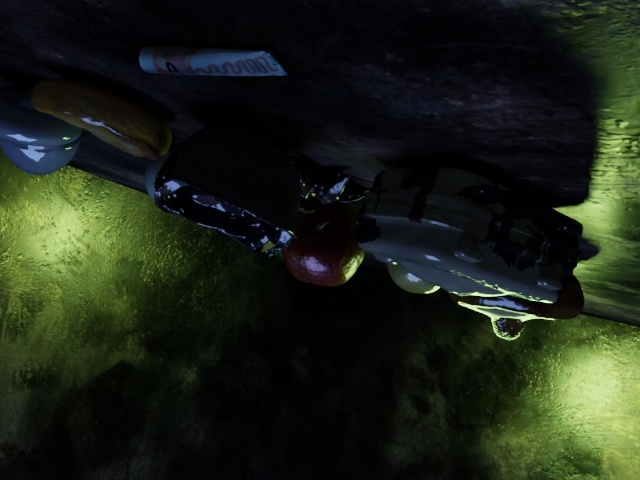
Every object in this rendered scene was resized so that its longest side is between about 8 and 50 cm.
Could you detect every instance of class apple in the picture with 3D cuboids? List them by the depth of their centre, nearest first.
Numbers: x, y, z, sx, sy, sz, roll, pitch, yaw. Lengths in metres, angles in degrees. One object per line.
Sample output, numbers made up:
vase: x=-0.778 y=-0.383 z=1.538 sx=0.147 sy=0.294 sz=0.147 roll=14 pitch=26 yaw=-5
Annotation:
apple: x=0.277 y=0.056 z=1.656 sx=0.200 sy=0.199 sz=0.200 roll=16 pitch=175 yaw=1

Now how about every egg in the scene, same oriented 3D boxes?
egg: x=-0.384 y=-0.161 z=1.557 sx=0.150 sy=0.149 sz=0.192 roll=18 pitch=170 yaw=-18

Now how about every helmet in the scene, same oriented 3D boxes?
helmet: x=-0.154 y=-0.113 z=1.106 sx=0.271 sy=0.197 sz=0.338 roll=26 pitch=164 yaw=-17

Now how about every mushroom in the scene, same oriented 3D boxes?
mushroom: x=0.514 y=0.130 z=1.598 sx=0.346 sy=0.238 sz=0.345 roll=-12 pitch=161 yaw=-4

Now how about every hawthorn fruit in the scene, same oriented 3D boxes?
hawthorn fruit: x=0.001 y=0.010 z=1.715 sx=0.258 sy=0.258 sz=0.262 roll=12 pitch=172 yaw=40

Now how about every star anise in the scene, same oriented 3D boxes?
star anise: x=-0.009 y=-0.103 z=1.291 sx=0.272 sy=0.102 sz=0.272 roll=13 pitch=177 yaw=1

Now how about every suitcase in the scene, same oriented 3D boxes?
suitcase: x=0.243 y=-0.003 z=1.076 sx=0.352 sy=0.193 sz=0.339 roll=19 pitch=177 yaw=-27

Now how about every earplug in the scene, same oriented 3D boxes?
earplug: x=-0.634 y=-0.243 z=1.311 sx=0.214 sy=0.174 sz=0.325 roll=15 pitch=175 yaw=-15

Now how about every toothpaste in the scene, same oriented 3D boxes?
toothpaste: x=-0.139 y=-0.226 z=0.752 sx=0.205 sy=0.036 sz=0.056 roll=9 pitch=171 yaw=25

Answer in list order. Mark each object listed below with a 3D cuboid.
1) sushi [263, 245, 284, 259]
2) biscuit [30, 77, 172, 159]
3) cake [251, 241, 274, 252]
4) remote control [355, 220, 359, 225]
sushi: x=-0.044 y=0.003 z=2.127 sx=0.352 sy=0.178 sz=0.294 roll=21 pitch=171 yaw=-17
biscuit: x=-0.396 y=-0.233 z=1.152 sx=0.213 sy=0.091 sz=0.274 roll=17 pitch=174 yaw=16
cake: x=-0.176 y=-0.081 z=1.838 sx=0.207 sy=0.178 sz=0.185 roll=48 pitch=151 yaw=1
remote control: x=0.156 y=-0.029 z=1.939 sx=0.234 sy=0.038 sz=0.098 roll=18 pitch=174 yaw=-8
